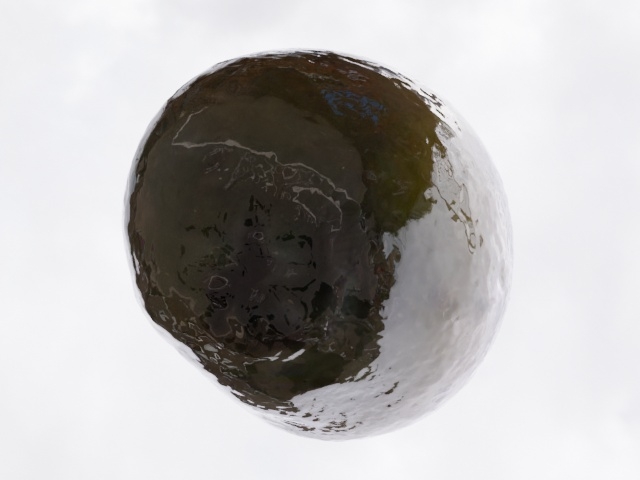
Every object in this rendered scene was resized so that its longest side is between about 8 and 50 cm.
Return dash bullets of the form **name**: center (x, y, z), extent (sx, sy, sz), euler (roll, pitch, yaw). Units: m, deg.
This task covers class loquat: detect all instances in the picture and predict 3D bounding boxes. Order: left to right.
- **loquat**: center (0.000, 0.000, 0.723), extent (0.179, 0.227, 0.179), euler (-9, -112, 22)
